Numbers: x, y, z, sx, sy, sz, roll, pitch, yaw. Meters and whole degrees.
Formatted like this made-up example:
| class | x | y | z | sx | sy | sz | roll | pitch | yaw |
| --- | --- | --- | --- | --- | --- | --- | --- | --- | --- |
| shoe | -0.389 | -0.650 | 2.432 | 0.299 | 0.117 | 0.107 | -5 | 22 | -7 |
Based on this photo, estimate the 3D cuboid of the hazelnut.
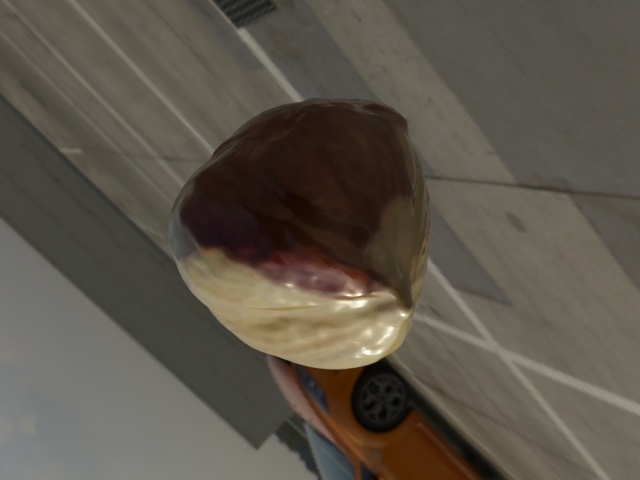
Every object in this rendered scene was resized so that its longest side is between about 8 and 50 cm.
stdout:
| class | x | y | z | sx | sy | sz | roll | pitch | yaw |
| --- | --- | --- | --- | --- | --- | --- | --- | --- | --- |
| hazelnut | 0.000 | 0.000 | 0.741 | 0.241 | 0.261 | 0.261 | 22 | 158 | 39 |
